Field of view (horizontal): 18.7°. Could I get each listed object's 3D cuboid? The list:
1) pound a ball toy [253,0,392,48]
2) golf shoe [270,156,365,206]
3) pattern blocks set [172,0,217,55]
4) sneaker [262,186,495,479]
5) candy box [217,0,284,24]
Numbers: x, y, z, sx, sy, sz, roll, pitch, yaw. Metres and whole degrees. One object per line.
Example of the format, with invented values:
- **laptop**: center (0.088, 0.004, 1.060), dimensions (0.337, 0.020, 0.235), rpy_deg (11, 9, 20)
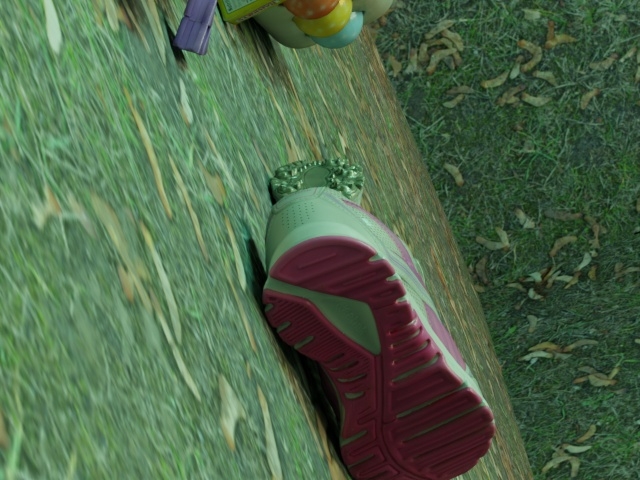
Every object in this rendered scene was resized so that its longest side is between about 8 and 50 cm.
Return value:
- **pound a ball toy**: center (0.020, -0.254, 1.643), dimensions (0.319, 0.208, 0.135), rpy_deg (22, 47, -83)
- **golf shoe**: center (0.000, 0.000, 1.387), dimensions (0.176, 0.069, 0.086), rpy_deg (-92, 180, -64)
- **pattern blocks set**: center (-0.033, -0.269, 1.210), dimensions (0.285, 0.026, 0.325), rpy_deg (95, 12, -79)
- **sneaker**: center (0.038, 0.059, 1.241), dimensions (0.111, 0.103, 0.252), rpy_deg (-101, 169, -50)
- **candy box**: center (-0.059, -0.281, 1.511), dimensions (0.027, 0.105, 0.206), rpy_deg (10, 59, -69)
